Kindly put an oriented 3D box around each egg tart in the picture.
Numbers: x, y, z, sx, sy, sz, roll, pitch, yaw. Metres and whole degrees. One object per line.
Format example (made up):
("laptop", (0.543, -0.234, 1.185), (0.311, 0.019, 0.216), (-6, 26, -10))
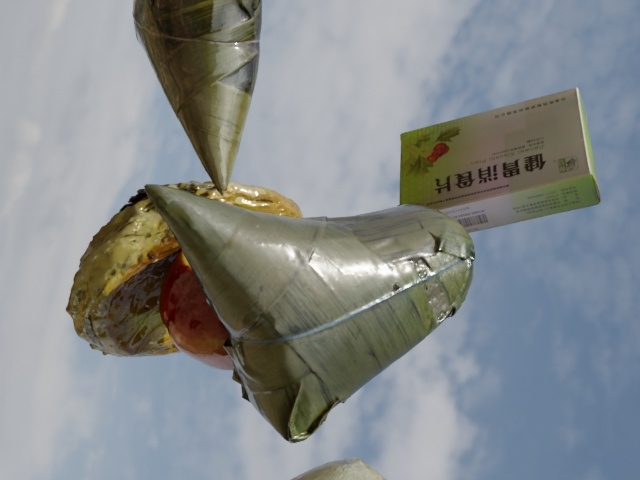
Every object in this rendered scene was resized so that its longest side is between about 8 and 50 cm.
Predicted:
("egg tart", (-0.187, 0.027, 1.454), (0.352, 0.352, 0.150), (-58, -133, 35))

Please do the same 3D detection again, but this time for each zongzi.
("zongzi", (-0.172, -0.220, 1.403), (0.289, 0.154, 0.317), (-169, -100, -73))
("zongzi", (0.000, 0.000, 1.185), (0.323, 0.360, 0.160), (-39, -147, -19))

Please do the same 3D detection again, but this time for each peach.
("peach", (-0.103, 0.068, 1.347), (0.192, 0.190, 0.190), (-49, -148, 17))

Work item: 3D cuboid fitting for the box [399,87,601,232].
("box", (0.237, -0.101, 1.437), (0.261, 0.062, 0.175), (-13, -136, 18))

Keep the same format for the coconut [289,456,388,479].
("coconut", (0.033, 0.452, 1.628), (0.227, 0.227, 0.230), (-175, -85, -66))
